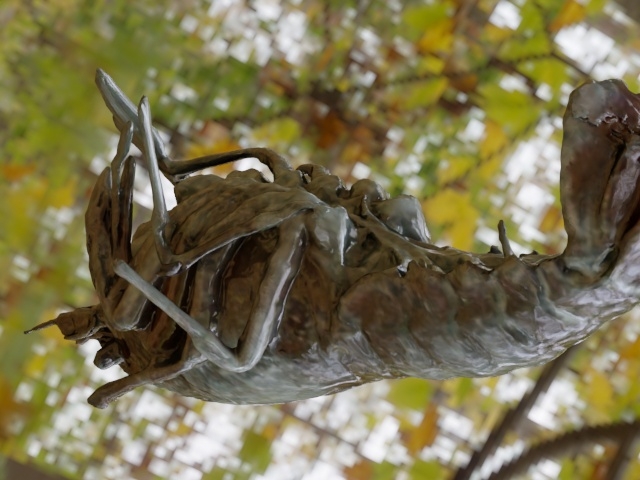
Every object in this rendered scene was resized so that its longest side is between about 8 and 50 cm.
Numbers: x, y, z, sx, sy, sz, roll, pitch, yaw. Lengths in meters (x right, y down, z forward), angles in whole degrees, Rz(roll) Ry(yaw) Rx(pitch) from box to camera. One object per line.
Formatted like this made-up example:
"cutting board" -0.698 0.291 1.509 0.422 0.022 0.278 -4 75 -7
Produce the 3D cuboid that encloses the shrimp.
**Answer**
"shrimp" -0.002 0.004 0.908 0.410 0.221 0.166 6 -83 43
